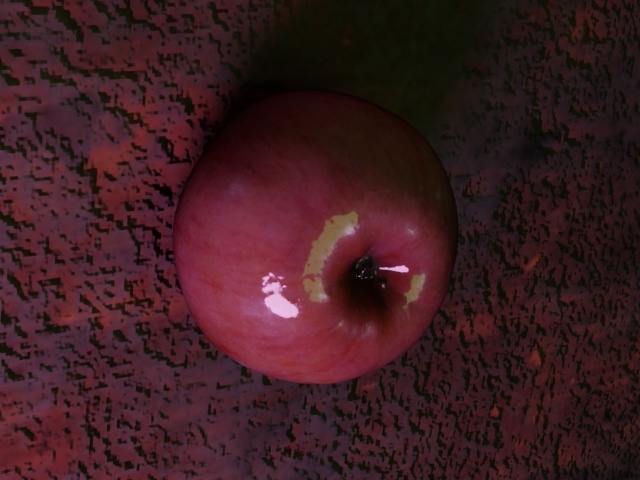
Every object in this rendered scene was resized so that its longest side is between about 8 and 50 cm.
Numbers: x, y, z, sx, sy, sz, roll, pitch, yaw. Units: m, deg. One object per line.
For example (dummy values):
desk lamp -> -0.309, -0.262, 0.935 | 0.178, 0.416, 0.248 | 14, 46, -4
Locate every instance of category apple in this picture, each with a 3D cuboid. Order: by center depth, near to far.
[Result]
apple -> 0.000, 0.000, 0.767 | 0.153, 0.120, 0.153 | -18, 122, -31
